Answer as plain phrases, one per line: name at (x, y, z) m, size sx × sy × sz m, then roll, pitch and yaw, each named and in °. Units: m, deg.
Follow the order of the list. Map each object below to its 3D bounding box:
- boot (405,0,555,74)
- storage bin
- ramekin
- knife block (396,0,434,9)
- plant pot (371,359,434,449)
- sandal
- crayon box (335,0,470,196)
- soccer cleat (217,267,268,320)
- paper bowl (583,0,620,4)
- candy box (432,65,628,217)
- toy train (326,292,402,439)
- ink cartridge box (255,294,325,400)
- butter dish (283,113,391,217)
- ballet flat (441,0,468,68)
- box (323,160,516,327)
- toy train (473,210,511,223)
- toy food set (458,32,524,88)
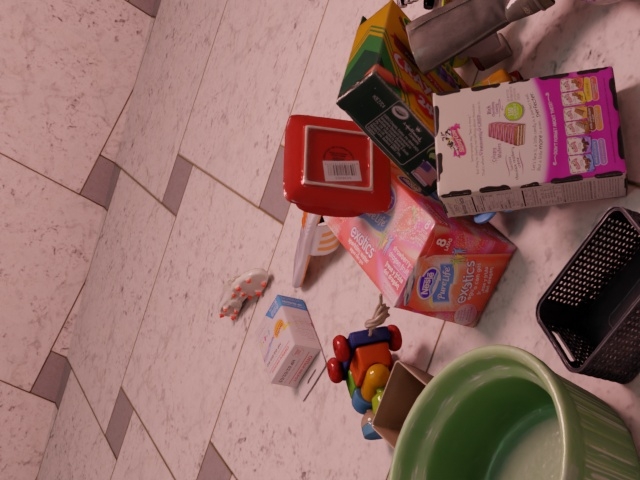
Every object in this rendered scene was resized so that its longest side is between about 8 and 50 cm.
boot at (0.222, -0.345, 1.421) m, size 0.208 × 0.076 × 0.190 m, roll -29°, pitch 38°, yaw 28°
storage bin at (0.350, 0.065, 1.153) m, size 0.180 × 0.084 × 0.122 m, roll -60°, pitch 31°, yaw 28°
ramekin at (0.228, 0.289, 1.163) m, size 0.303 × 0.148 × 0.303 m, roll -40°, pitch 37°, yaw 40°
knife block at (0.189, -0.544, 1.744) m, size 0.242 × 0.088 × 0.276 m, roll -59°, pitch 32°, yaw 27°
plant pot at (0.154, 0.248, 1.407) m, size 0.109 × 0.096 × 0.109 m, roll 37°, pitch 109°, yaw 60°
sandal at (0.000, -0.008, 1.855) m, size 0.265 × 0.076 × 0.102 m, roll 105°, pitch 170°, yaw -48°
crayon box at (0.134, -0.233, 1.493) m, size 0.081 × 0.202 × 0.319 m, roll -35°, pitch 23°, yaw 28°
soccer cleat at (-0.171, 0.099, 2.114) m, size 0.196 × 0.068 × 0.076 m, roll -46°, pitch 36°, yaw 47°
paper bowl at (0.392, -0.442, 1.259) m, size 0.284 × 0.148 × 0.284 m, roll -35°, pitch 48°, yaw 51°
candy box at (0.267, -0.125, 1.273) m, size 0.233 × 0.071 × 0.159 m, roll -6°, pitch 64°, yaw 15°
toy train at (0.086, 0.198, 1.486) m, size 0.248 × 0.105 × 0.143 m, roll 102°, pitch 155°, yaw -60°
ink cartridge box at (-0.058, 0.201, 1.857) m, size 0.104 × 0.061 × 0.181 m, roll -60°, pitch 32°, yaw 27°
butter dish at (0.017, -0.093, 1.482) m, size 0.118 × 0.160 × 0.160 m, roll 111°, pitch 163°, yaw -59°
ballet flat at (0.231, -0.395, 1.598) m, size 0.077 × 0.077 × 0.231 m, roll 27°, pitch -108°, yaw -83°
box at (0.139, -0.013, 1.504) m, size 0.142 × 0.154 × 0.300 m, roll -66°, pitch 28°, yaw 17°
toy train at (0.261, -0.094, 1.381) m, size 0.184 × 0.080 × 0.105 m, roll -22°, pitch 34°, yaw 42°
toy food set at (0.231, -0.248, 1.464) m, size 0.104 × 0.111 × 0.232 m, roll -29°, pitch 41°, yaw 21°
